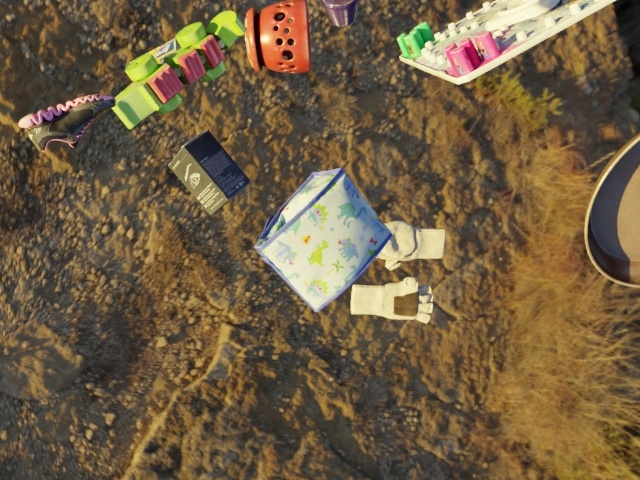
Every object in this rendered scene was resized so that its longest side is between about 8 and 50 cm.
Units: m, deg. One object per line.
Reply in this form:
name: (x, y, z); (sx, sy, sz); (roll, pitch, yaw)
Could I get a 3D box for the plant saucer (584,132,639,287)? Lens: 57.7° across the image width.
plant saucer: (0.297, -0.036, 0.490); (0.168, 0.029, 0.169); (-5, 122, -8)

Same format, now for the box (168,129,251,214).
box: (-0.336, -0.203, 1.753); (0.207, 0.153, 0.108); (52, 56, -8)

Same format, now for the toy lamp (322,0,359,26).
toy lamp: (0.027, -0.517, 1.070); (0.080, 0.275, 0.080); (-5, 59, 8)

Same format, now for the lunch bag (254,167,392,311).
lunch bag: (0.000, 0.000, 0.779); (0.129, 0.096, 0.151); (48, 66, -21)

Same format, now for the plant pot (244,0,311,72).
plant pot: (-0.114, -0.561, 1.617); (0.174, 0.191, 0.191); (-3, 80, 4)

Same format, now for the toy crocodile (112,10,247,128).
toy crocodile: (-0.293, -0.361, 1.223); (0.340, 0.105, 0.115); (-44, 128, -21)

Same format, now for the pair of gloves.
pair of gloves: (0.183, 0.073, 1.357); (0.204, 0.042, 0.240); (9, 101, -10)

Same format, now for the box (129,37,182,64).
box: (-0.476, -0.523, 1.703); (0.054, 0.168, 0.059); (49, 24, -50)

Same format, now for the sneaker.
sneaker: (-0.314, -0.149, 0.740); (0.119, 0.047, 0.057); (-24, 109, -13)

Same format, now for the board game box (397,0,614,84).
board game box: (0.341, -0.405, 0.984); (0.390, 0.390, 0.050); (-28, 113, 6)
